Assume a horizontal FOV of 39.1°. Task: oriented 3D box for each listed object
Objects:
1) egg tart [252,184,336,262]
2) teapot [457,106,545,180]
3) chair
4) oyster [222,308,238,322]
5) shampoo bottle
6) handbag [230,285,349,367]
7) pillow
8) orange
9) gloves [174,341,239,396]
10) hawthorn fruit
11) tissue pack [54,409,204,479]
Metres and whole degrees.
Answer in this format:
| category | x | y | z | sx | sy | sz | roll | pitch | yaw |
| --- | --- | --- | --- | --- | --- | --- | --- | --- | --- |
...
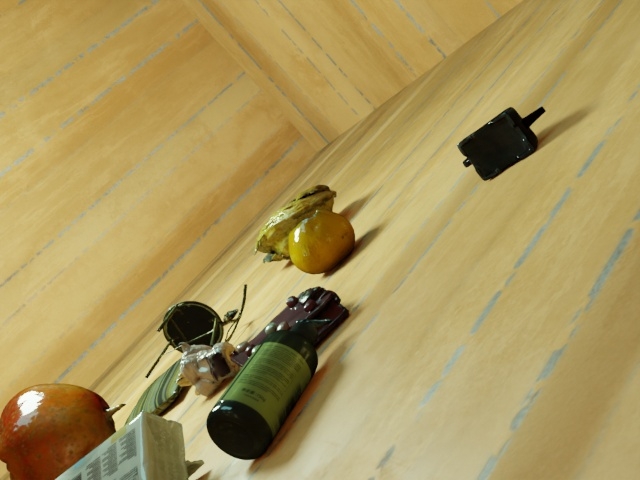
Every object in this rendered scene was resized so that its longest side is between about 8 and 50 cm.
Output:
| category | x | y | z | sx | sy | sz | roll | pitch | yaw |
| --- | --- | --- | --- | --- | --- | --- | --- | --- | --- |
| egg tart | -0.055 | -0.028 | 2.445 | 0.297 | 0.132 | 0.297 | -38 | -6 | -5 |
| teapot | 0.325 | -0.183 | 1.603 | 0.177 | 0.087 | 0.096 | -35 | 7 | 41 |
| chair | -0.286 | 0.211 | 2.104 | 0.325 | 0.170 | 0.159 | -77 | 3 | -66 |
| oyster | -0.256 | 0.210 | 2.487 | 0.054 | 0.019 | 0.083 | -39 | 10 | 19 |
| shampoo bottle | -0.069 | 0.211 | 1.402 | 0.101 | 0.101 | 0.284 | -36 | 11 | 39 |
| handbag | -0.060 | 0.171 | 1.643 | 0.216 | 0.074 | 0.203 | -45 | 10 | -13 |
| pillow | -0.389 | 0.373 | 2.191 | 0.212 | 0.052 | 0.208 | -41 | 11 | 22 |
| orange | 0.000 | 0.000 | 2.011 | 0.157 | 0.134 | 0.156 | -27 | 18 | 9 |
| gloves | -0.233 | 0.263 | 1.894 | 0.144 | 0.110 | 0.094 | -4 | 20 | 27 |
| hawthorn fruit | -0.582 | 0.453 | 2.077 | 0.298 | 0.277 | 0.277 | -25 | 6 | -10 |
| tissue pack | -0.303 | 0.411 | 1.449 | 0.229 | 0.145 | 0.159 | -40 | 42 | 20 |
